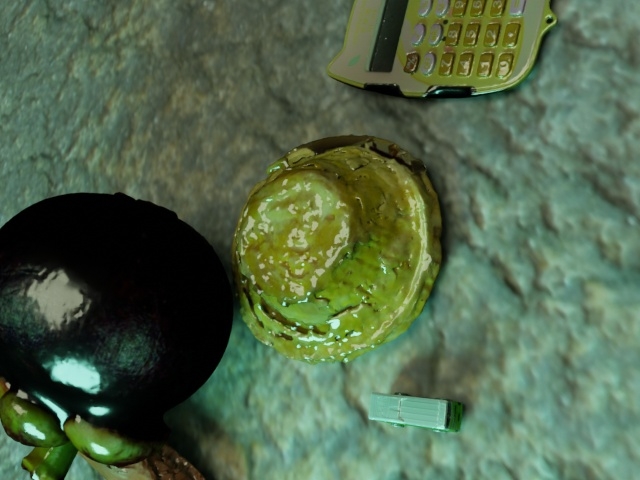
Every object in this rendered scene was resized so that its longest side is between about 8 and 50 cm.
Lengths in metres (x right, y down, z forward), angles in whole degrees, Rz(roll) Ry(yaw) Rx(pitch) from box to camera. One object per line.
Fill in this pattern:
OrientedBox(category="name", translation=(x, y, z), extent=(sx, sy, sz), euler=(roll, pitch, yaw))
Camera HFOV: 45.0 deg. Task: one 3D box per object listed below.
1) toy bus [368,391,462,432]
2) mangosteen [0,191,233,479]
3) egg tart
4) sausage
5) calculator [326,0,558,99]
OrientedBox(category="toy bus", translation=(0.082, 0.151, 0.681), extent=(0.083, 0.037, 0.031), euler=(-2, 75, 37))
OrientedBox(category="mangosteen", translation=(-0.232, 0.101, 0.785), extent=(0.275, 0.275, 0.302), euler=(13, 83, 38))
OrientedBox(category="egg tart", translation=(0.000, 0.000, 0.748), extent=(0.241, 0.106, 0.241), euler=(-10, 71, 30))
OrientedBox(category="sausage", translation=(-0.207, 0.244, 0.843), extent=(0.326, 0.079, 0.087), euler=(25, 81, 37))
OrientedBox(category="calculator", translation=(0.120, -0.213, 0.766), extent=(0.236, 0.033, 0.157), euler=(11, 82, 36))
